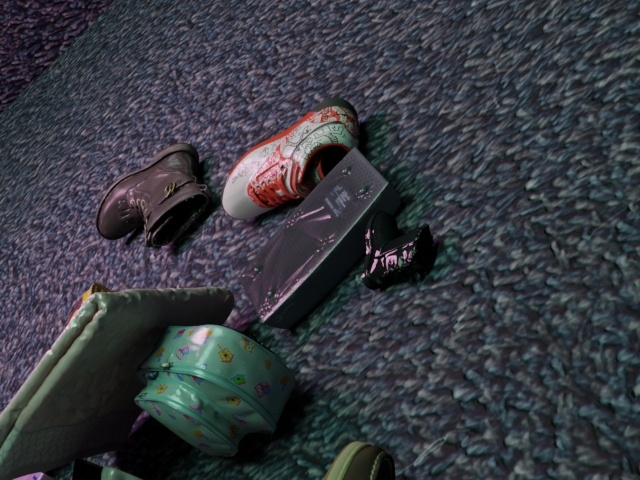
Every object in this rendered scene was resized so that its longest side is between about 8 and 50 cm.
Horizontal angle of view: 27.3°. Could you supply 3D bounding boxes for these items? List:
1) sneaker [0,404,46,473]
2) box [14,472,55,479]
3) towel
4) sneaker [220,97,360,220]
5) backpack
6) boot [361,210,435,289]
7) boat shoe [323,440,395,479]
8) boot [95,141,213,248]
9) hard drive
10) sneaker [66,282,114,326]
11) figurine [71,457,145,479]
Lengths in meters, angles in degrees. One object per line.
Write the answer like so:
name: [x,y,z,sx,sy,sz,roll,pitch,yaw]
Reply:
sneaker: [-0.463,0.312,2.117,0.330,0.122,0.146,-39,11,26]
box: [-0.457,0.443,1.913,0.243,0.117,0.213,-1,55,57]
towel: [-0.286,0.189,1.788,0.317,0.053,0.332,-52,-18,15]
sneaker: [-0.051,-0.094,1.980,0.270,0.090,0.145,-37,27,21]
backpack: [-0.130,0.186,1.663,0.188,0.166,0.144,-18,37,49]
boot: [0.101,0.004,1.669,0.099,0.045,0.121,-26,43,45]
boat shoe: [0.052,0.343,1.272,0.123,0.123,0.342,-4,40,18]
boot: [-0.299,-0.052,2.316,0.263,0.091,0.229,-41,28,15]
hard drive: [0.000,0.000,1.821,0.254,0.054,0.172,-48,26,6]
sneaker: [-0.398,0.157,2.248,0.084,0.069,0.185,-47,19,29]
figurine: [-0.300,0.407,1.743,0.215,0.092,0.209,-10,56,64]
